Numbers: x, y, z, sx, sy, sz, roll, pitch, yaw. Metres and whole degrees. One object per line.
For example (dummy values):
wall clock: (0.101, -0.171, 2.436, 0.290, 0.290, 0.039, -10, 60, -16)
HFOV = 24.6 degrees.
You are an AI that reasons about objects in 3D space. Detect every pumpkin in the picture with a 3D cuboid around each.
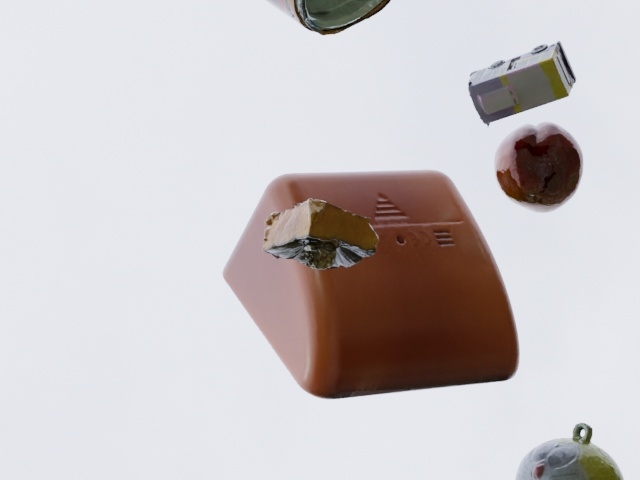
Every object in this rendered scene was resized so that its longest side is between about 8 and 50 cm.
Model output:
pumpkin: (0.000, 0.000, 1.250, 0.074, 0.083, 0.054, 17, -111, -30)

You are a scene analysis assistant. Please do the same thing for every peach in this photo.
peach: (0.233, -0.076, 1.551, 0.101, 0.101, 0.100, -8, -74, -30)

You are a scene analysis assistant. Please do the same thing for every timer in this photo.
timer: (0.063, 0.056, 1.557, 0.257, 0.250, 0.161, -3, -43, -28)

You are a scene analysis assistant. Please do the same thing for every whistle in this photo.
whistle: (0.257, 0.305, 1.590, 0.123, 0.123, 0.223, 19, -97, -33)

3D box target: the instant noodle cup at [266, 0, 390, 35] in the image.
instant noodle cup: (-0.011, -0.309, 1.390, 0.216, 0.172, 0.216, -35, -27, -21)

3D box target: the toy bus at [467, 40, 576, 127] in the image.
toy bus: (0.200, -0.156, 1.475, 0.052, 0.102, 0.058, 63, -152, -19)
